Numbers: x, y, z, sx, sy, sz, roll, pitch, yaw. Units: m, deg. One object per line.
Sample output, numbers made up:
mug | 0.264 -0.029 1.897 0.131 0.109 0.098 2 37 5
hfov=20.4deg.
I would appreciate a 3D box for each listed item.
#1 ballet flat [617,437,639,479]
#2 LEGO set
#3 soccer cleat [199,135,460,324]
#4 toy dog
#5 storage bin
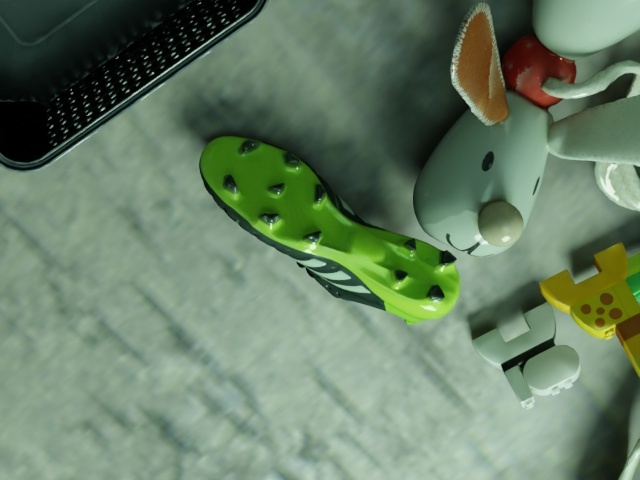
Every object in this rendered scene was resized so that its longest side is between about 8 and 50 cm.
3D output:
ballet flat | 0.262 0.277 1.232 0.182 0.164 0.483 4 110 9
LEGO set | 0.213 0.046 1.105 0.227 0.093 0.087 -27 162 2
soccer cleat | 0.000 0.000 1.072 0.179 0.072 0.060 31 62 -9
toy dog | 0.172 -0.126 0.992 0.220 0.161 0.334 0 115 -13
storage bin | -0.131 -0.139 0.960 0.180 0.084 0.122 -35 118 4
